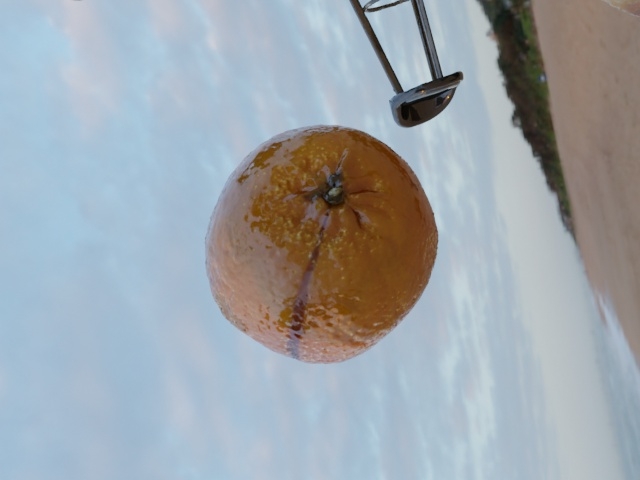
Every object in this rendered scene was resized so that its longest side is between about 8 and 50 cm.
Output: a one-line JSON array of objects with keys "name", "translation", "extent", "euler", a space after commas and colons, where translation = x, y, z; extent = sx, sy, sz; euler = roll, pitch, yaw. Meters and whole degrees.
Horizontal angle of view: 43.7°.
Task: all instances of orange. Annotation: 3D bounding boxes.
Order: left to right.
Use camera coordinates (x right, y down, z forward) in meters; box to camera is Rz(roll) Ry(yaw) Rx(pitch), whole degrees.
[{"name": "orange", "translation": [0.000, 0.000, 0.635], "extent": [0.161, 0.194, 0.193], "euler": [67, -164, -71]}]

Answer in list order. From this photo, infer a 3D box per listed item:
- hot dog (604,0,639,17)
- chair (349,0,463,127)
[{"name": "hot dog", "translation": [0.298, -0.429, 0.931], "extent": [0.185, 0.405, 0.223], "euler": [-78, 9, -48]}, {"name": "chair", "translation": [0.103, -0.246, 0.930], "extent": [0.095, 0.104, 0.221], "euler": [0, 110, 67]}]
